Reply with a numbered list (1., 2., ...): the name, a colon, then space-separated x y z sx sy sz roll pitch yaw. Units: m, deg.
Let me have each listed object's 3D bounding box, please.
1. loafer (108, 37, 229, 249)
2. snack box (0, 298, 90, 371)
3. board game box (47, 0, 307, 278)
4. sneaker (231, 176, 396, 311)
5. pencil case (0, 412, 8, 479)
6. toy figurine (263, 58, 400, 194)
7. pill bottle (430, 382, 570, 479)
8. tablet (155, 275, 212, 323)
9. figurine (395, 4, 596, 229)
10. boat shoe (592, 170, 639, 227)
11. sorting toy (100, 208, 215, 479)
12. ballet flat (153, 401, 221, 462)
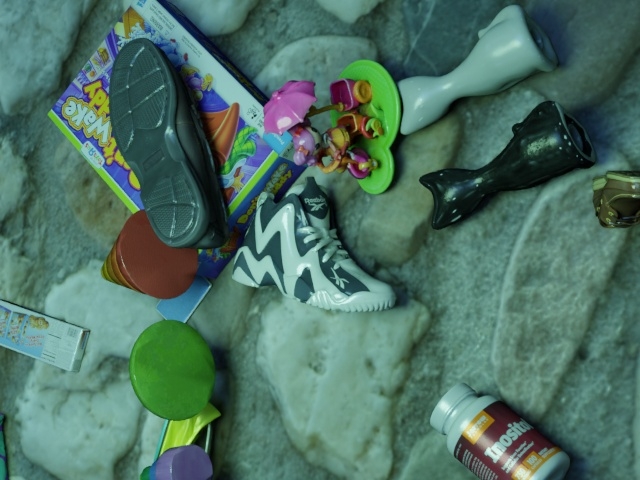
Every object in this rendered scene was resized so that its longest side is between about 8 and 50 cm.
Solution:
1. loafer: -0.194 -0.119 1.582 0.109 0.095 0.303 -29 65 23
2. snack box: -0.416 0.137 1.780 0.178 0.022 0.064 15 90 30
3. board game box: -0.195 -0.149 1.678 0.347 0.078 0.233 46 103 27
4. sneaker: 0.000 0.000 1.536 0.235 0.094 0.153 15 97 40
5. pencil case: -0.482 0.326 1.758 0.070 0.064 0.152 -28 67 48
6. toy figurine: 0.002 -0.137 1.505 0.130 0.159 0.173 -12 86 50
7. pill bottle: 0.201 0.233 1.392 0.152 0.086 0.086 38 100 28
8. tablet: -0.188 0.077 1.676 0.054 0.006 0.083 42 103 27
9. figurine: 0.193 -0.143 1.467 0.209 0.092 0.215 -27 69 26
10. boat shoe: 0.335 -0.043 1.326 0.064 0.178 0.060 4 88 1
11. sorting toy: -0.223 0.150 1.562 0.126 0.127 0.366 -18 78 44
12. ballet flat: -0.196 0.312 1.607 0.077 0.077 0.231 23 91 2
